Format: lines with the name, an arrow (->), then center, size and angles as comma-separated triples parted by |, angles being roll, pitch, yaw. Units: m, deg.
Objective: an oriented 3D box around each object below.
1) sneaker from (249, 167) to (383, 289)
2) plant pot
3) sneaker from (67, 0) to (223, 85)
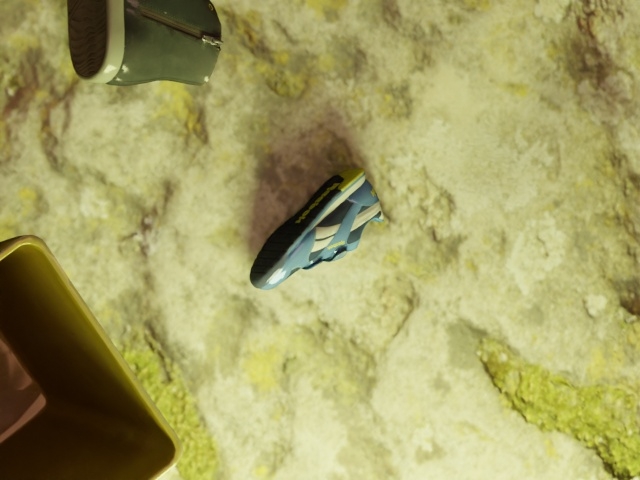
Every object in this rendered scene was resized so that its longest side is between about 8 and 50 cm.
sneaker -> 0.000, 0.000, 1.485 | 0.144, 0.053, 0.059 | -42, 113, -15
plant pot -> -0.270, 0.130, 1.292 | 0.212, 0.187, 0.212 | -38, 109, -18
sneaker -> -0.144, -0.235, 1.388 | 0.118, 0.083, 0.222 | 1, 92, -41
